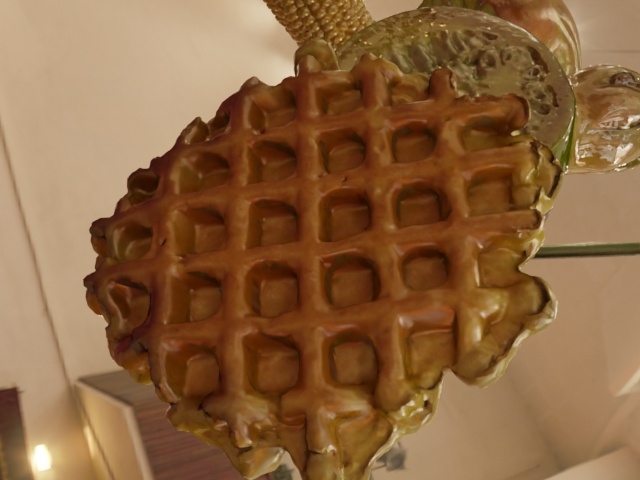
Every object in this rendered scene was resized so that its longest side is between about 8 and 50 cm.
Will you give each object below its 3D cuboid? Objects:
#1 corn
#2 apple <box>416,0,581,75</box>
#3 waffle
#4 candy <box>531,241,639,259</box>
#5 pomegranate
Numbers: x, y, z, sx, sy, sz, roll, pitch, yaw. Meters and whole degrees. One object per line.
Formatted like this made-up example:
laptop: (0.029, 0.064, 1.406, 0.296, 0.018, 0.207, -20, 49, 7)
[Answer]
corn: (0.002, -0.349, 1.134, 0.347, 0.130, 0.130, 49, -19, -26)
apple: (0.198, -0.219, 0.963, 0.226, 0.246, 0.246, 34, -55, 54)
waffle: (0.000, 0.000, 0.395, 0.243, 0.238, 0.059, 32, -16, 28)
candy: (0.363, 0.010, 0.875, 0.440, 0.119, 0.119, -3, -86, 41)
pomegranate: (0.109, -0.071, 0.565, 0.190, 0.241, 0.159, 46, -21, 31)
